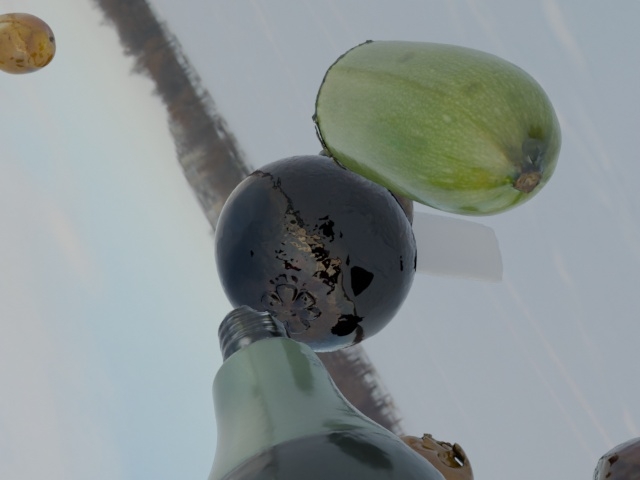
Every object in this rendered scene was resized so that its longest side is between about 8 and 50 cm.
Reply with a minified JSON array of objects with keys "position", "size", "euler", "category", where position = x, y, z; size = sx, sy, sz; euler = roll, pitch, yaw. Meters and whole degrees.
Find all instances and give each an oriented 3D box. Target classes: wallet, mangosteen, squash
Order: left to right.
[{"position":[-0.012,0.001,1.239],"size":[0.297,0.297,0.313],"euler":[62,-169,-49],"category":"mangosteen"},{"position":[0.098,-0.091,0.677],"size":[0.132,0.133,0.247],"euler":[60,167,-24],"category":"squash"},{"position":[0.222,0.013,1.459],"size":[0.032,0.183,0.124],"euler":[125,146,-50],"category":"wallet"}]

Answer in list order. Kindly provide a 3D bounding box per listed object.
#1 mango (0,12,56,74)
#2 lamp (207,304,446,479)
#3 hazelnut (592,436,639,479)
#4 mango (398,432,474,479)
[{"position":[-0.275,-0.177,0.764],"size":[0.089,0.060,0.046],"euler":[16,148,24],"category":"mango"},{"position":[0.000,0.176,0.585],"size":[0.181,0.182,0.314],"euler":[60,-174,-25],"category":"lamp"},{"position":[0.373,0.299,0.900],"size":[0.161,0.170,0.201],"euler":[17,-141,-47],"category":"hazelnut"},{"position":[0.118,0.411,1.198],"size":[0.153,0.287,0.201],"euler":[23,168,-24],"category":"mango"}]
